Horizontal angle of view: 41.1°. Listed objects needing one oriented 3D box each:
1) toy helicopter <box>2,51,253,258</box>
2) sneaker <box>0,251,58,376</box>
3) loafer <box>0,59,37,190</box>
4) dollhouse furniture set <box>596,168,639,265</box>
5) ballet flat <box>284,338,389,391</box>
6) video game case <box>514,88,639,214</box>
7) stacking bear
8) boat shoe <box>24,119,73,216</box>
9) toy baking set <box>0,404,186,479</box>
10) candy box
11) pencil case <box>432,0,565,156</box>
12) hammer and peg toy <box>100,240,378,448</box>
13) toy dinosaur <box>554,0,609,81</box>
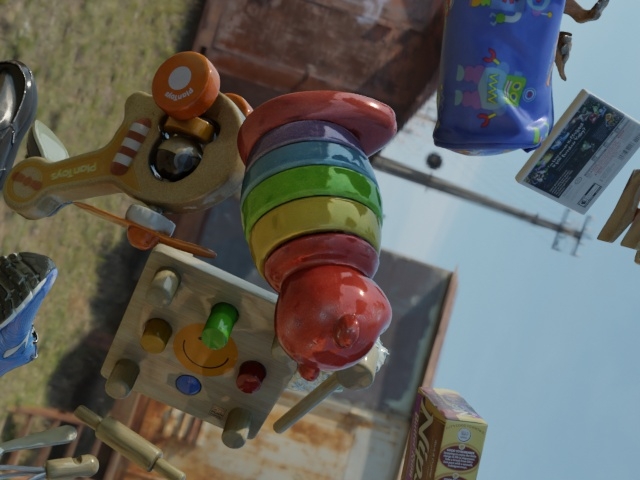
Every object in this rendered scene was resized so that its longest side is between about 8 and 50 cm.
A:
[{"bbox_3d":[-0.250,-0.078,1.088,0.140,0.354,0.235,43,39,-62],"label":"toy helicopter"},{"bbox_3d":[-0.582,0.152,1.579,0.330,0.130,0.147,-48,150,18],"label":"sneaker"},{"bbox_3d":[-0.482,-0.177,1.266,0.078,0.080,0.220,69,26,-71],"label":"loafer"},{"bbox_3d":[0.462,-0.007,0.973,0.259,0.261,0.135,-93,-152,-85],"label":"dollhouse furniture set"},{"bbox_3d":[0.016,0.220,1.537,0.409,0.146,0.147,136,-29,-71],"label":"ballet flat"},{"bbox_3d":[0.455,-0.149,1.479,0.190,0.173,0.022,-56,-148,22],"label":"video game case"},{"bbox_3d":[0.000,0.000,0.895,0.175,0.164,0.289,-43,-137,41],"label":"stacking bear"},{"bbox_3d":[-0.476,-0.128,1.467,0.068,0.081,0.228,-41,-136,8],"label":"boat shoe"},{"bbox_3d":[-0.284,0.267,0.964,0.196,0.256,0.030,-35,150,-48],"label":"toy baking set"},{"bbox_3d":[0.127,0.268,0.941,0.109,0.053,0.187,-132,-129,-78],"label":"candy box"},{"bbox_3d":[0.193,-0.237,0.874,0.119,0.133,0.306,-61,157,-76],"label":"pencil case"},{"bbox_3d":[-0.115,0.180,1.222,0.266,0.361,0.127,-60,-171,30],"label":"hammer and peg toy"},{"bbox_3d":[0.250,-0.330,1.138,0.200,0.295,0.127,25,-92,42],"label":"toy dinosaur"}]
